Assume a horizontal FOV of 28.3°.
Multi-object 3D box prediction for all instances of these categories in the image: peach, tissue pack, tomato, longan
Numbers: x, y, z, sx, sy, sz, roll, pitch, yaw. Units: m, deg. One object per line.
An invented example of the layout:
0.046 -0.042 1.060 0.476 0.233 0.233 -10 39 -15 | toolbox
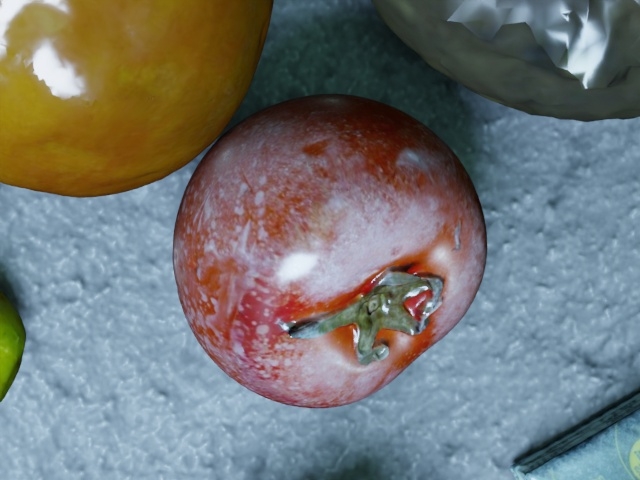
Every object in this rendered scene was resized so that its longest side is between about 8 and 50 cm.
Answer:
-0.214 -0.196 1.023 0.343 0.343 0.302 26 115 -5 | peach
0.336 0.233 1.194 0.257 0.081 0.185 -29 93 -6 | tissue pack
0.000 0.000 1.079 0.270 0.270 0.227 -35 49 -6 | tomato
0.212 -0.286 1.039 0.391 0.391 0.391 0 89 -7 | longan

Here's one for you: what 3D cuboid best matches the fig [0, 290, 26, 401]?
-0.330 0.086 1.105 0.136 0.121 0.153 -29 117 -4 | fig
